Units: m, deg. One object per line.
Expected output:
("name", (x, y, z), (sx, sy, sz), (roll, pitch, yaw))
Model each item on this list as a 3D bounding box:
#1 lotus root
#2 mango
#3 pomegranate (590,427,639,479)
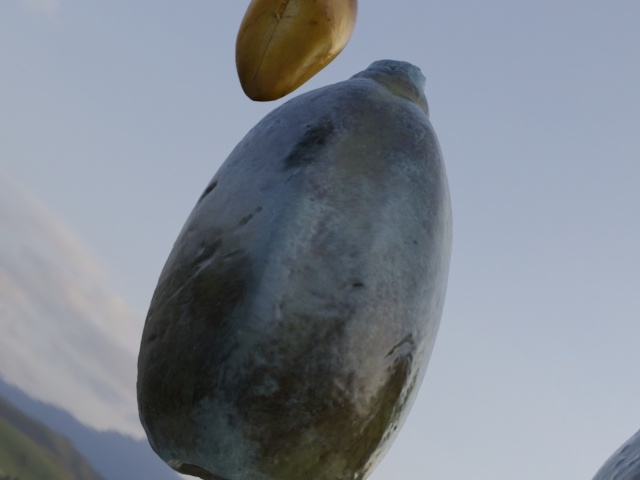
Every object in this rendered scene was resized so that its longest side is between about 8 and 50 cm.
("lotus root", (0.000, 0.000, 0.740), (0.158, 0.322, 0.140), (10, -29, 20))
("mango", (-0.016, -0.116, 0.701), (0.060, 0.089, 0.046), (27, -9, 19))
("pomegranate", (0.240, 0.246, 0.735), (0.290, 0.323, 0.291), (57, 5, -7))
